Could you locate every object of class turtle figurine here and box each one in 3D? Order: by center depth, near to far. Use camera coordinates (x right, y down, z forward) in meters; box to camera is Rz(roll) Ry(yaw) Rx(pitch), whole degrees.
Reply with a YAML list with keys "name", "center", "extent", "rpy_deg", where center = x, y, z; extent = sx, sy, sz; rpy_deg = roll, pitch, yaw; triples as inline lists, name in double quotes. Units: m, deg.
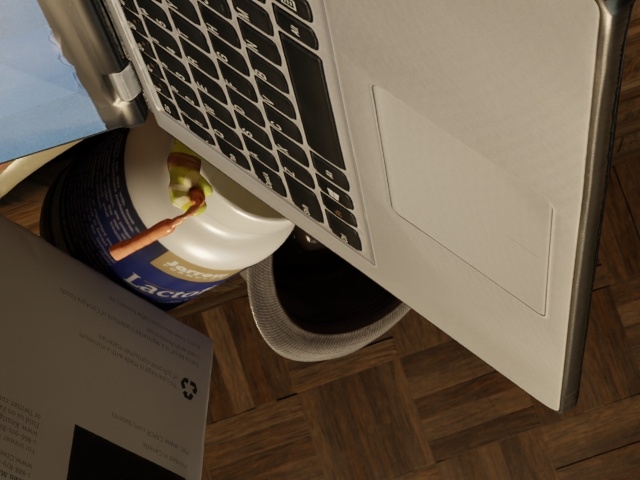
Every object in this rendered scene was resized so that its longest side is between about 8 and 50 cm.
- name: "turtle figurine"
  center: [-0.042, -0.108, 1.167]
  extent: [0.269, 0.087, 0.217]
  rpy_deg: [-55, 164, 26]

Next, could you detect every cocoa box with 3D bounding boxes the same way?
- name: "cocoa box"
  center: [-0.286, 0.135, 1.319]
  extent: [0.228, 0.231, 0.347]
  rpy_deg: [-22, 140, 36]

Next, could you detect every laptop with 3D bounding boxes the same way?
- name: "laptop"
  center: [-0.127, -0.027, 0.642]
  extent: [0.236, 0.408, 0.382]
  rpy_deg: [-50, 162, -13]

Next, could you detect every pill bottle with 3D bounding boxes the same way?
- name: "pill bottle"
  center: [-0.107, -0.037, 1.362]
  extent: [0.153, 0.153, 0.264]
  rpy_deg: [-15, 172, -34]

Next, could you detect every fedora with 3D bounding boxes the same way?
- name: "fedora"
  center: [0.000, 0.000, 1.908]
  extent: [0.275, 0.244, 0.124]
  rpy_deg: [-25, -153, -29]

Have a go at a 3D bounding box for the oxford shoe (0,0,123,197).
- name: "oxford shoe"
  center: [-0.183, -0.075, 0.964]
  extent: [0.348, 0.123, 0.130]
  rpy_deg: [-23, 176, 39]
